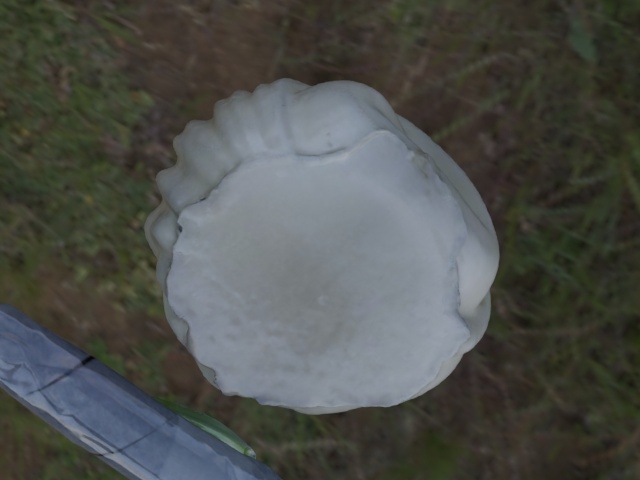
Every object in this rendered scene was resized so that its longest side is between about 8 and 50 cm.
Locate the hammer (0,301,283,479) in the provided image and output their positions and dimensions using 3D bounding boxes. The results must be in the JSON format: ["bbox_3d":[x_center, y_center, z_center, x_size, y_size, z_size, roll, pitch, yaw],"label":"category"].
[{"bbox_3d":[-0.170,0.010,0.816,0.427,0.044,0.152,35,88,-19],"label":"hammer"}]

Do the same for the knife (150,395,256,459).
[{"bbox_3d":[-0.116,0.090,1.084,0.184,0.026,0.022,23,60,-15],"label":"knife"}]

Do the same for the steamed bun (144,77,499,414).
[{"bbox_3d":[0.000,0.000,0.969,0.182,0.106,0.183,4,117,9],"label":"steamed bun"}]
